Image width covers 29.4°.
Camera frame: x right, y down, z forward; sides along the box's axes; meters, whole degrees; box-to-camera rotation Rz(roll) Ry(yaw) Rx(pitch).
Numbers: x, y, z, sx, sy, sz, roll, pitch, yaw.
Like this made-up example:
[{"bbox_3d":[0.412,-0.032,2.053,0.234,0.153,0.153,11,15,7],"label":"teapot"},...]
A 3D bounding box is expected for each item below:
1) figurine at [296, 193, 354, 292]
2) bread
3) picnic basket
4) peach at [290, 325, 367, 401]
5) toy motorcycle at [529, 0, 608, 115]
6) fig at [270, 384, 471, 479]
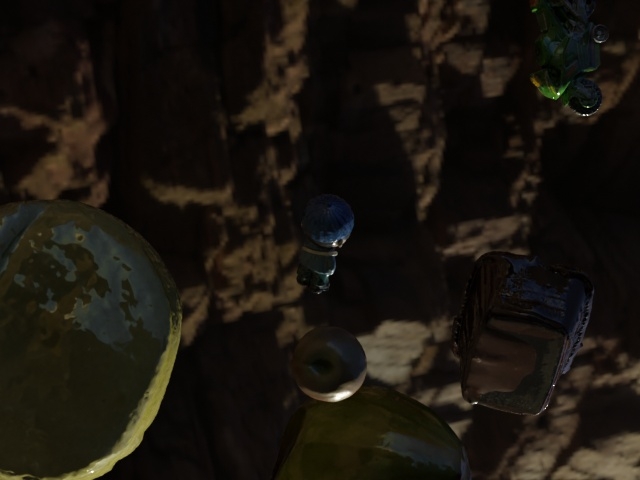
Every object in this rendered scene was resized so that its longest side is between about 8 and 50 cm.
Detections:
[{"bbox_3d":[0.000,0.000,1.750,0.086,0.087,0.149,36,-59,32],"label":"figurine"},{"bbox_3d":[-0.309,0.111,1.353,0.237,0.320,0.320,176,-96,-83],"label":"bread"},{"bbox_3d":[0.328,0.171,2.020,0.297,0.222,0.129,96,7,-46],"label":"picnic basket"},{"bbox_3d":[0.010,0.131,1.293,0.083,0.083,0.083,170,-90,-69],"label":"peach"},{"bbox_3d":[0.340,-0.267,1.705,0.074,0.106,0.190,179,-94,-79],"label":"toy motorcycle"},{"bbox_3d":[0.071,0.308,1.594,0.271,0.239,0.239,-5,-84,37],"label":"fig"}]
